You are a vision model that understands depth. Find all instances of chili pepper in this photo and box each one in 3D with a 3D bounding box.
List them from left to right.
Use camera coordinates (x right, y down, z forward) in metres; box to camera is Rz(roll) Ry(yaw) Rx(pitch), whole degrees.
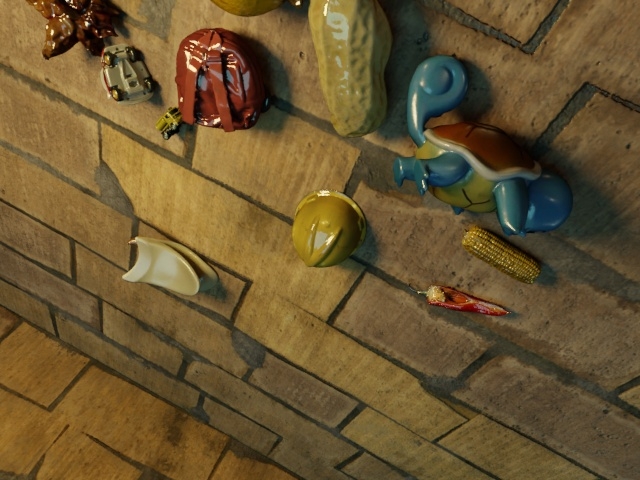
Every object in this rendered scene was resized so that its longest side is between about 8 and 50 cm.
[{"bbox_3d":[0.363,0.158,1.194,0.268,0.059,0.050,12,170,15],"label":"chili pepper"}]

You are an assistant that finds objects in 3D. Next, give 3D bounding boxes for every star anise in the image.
[{"bbox_3d":[-0.569,-0.544,1.001,0.237,0.148,0.346,36,145,-8],"label":"star anise"}]

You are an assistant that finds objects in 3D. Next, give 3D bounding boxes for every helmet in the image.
[{"bbox_3d":[0.000,0.000,1.184,0.205,0.140,0.256,28,132,3],"label":"helmet"}]

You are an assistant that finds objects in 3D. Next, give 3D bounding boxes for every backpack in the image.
[{"bbox_3d":[-0.223,-0.353,0.989,0.230,0.138,0.229,14,134,15],"label":"backpack"}]

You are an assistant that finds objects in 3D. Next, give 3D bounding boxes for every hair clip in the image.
[{"bbox_3d":[-0.492,0.098,1.516,0.282,0.113,0.172,24,110,-3],"label":"hair clip"}]

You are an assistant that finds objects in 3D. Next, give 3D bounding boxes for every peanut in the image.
[{"bbox_3d":[0.063,-0.339,0.855,0.152,0.152,0.312,7,130,22],"label":"peanut"}]

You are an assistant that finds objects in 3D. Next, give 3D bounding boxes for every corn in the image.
[{"bbox_3d":[0.416,0.034,1.043,0.207,0.068,0.068,31,135,-3],"label":"corn"}]

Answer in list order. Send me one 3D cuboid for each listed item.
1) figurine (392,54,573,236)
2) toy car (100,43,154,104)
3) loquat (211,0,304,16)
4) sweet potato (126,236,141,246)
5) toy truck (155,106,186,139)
[{"bbox_3d":[0.284,-0.139,0.881,0.416,0.243,0.298,44,177,-9],"label":"figurine"},{"bbox_3d":[-0.498,-0.408,1.120,0.112,0.112,0.139,10,123,41],"label":"toy car"},{"bbox_3d":[-0.123,-0.490,0.780,0.246,0.213,0.213,38,135,-3],"label":"loquat"},{"bbox_3d":[-0.574,0.041,1.568,0.202,0.055,0.058,29,145,1],"label":"sweet potato"},{"bbox_3d":[-0.390,-0.310,1.177,0.083,0.049,0.054,-27,111,42],"label":"toy truck"}]
